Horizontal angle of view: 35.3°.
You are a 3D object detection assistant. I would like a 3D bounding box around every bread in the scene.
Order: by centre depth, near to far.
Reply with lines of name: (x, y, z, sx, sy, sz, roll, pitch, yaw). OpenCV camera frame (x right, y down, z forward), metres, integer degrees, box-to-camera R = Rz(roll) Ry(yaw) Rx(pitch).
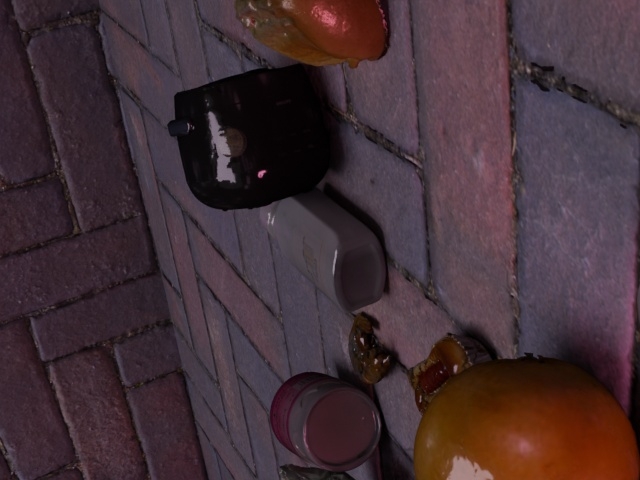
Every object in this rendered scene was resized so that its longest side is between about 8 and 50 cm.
bread: (-0.016, -0.352, 1.425, 0.204, 0.162, 0.262, 2, 126, 57)

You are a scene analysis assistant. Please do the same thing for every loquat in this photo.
loquat: (0.242, 0.261, 1.193, 0.263, 0.263, 0.263, 52, 153, 40)

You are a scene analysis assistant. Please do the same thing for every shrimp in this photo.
shrimp: (0.081, 0.200, 1.839, 0.133, 0.051, 0.187, 69, 163, 2)

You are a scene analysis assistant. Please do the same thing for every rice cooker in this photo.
rice cooker: (-0.119, -0.174, 1.722, 0.267, 0.267, 0.225, 12, 118, 67)

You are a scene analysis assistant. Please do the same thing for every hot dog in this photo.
hot dog: (0.196, 0.219, 1.539, 0.131, 0.069, 0.253, 64, 160, 12)

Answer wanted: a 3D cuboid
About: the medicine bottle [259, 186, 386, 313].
medicine bottle: (0.000, 0.000, 1.782, 0.296, 0.111, 0.161, 38, 141, 52)

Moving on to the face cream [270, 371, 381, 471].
face cream: (0.008, 0.357, 1.998, 0.195, 0.175, 0.175, 2, 111, 70)

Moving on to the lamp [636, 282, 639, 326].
lamp: (0.382, 0.096, 0.892, 0.246, 0.107, 0.179, 66, 164, 5)

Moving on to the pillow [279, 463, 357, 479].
pillow: (0.068, 0.558, 1.986, 0.310, 0.138, 0.283, 42, 167, -19)
